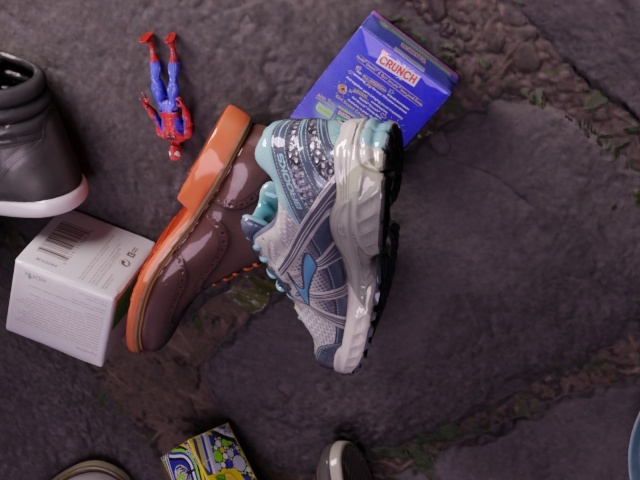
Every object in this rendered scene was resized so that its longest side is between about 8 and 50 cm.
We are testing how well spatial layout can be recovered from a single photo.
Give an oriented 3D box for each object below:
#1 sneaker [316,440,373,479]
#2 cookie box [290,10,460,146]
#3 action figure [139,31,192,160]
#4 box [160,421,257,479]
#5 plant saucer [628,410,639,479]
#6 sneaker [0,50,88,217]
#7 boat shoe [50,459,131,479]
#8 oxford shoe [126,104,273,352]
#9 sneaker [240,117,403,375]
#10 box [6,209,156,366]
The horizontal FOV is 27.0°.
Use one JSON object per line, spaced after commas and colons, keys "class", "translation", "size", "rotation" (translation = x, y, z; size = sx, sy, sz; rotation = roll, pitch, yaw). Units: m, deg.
{"class": "sneaker", "translation": [-0.008, 0.291, 1.329], "size": [0.118, 0.083, 0.222], "rotation": [3, 122, 18]}
{"class": "cookie box", "translation": [0.044, -0.117, 1.085], "size": [0.092, 0.040, 0.107], "rotation": [37, 125, -7]}
{"class": "action figure", "translation": [-0.133, -0.121, 1.152], "size": [0.038, 0.030, 0.115], "rotation": [1, 123, 13]}
{"class": "box", "translation": [-0.087, 0.271, 1.315], "size": [0.054, 0.059, 0.169], "rotation": [-37, 77, 42]}
{"class": "plant saucer", "translation": [0.427, 0.191, 1.143], "size": [0.318, 0.043, 0.317], "rotation": [9, 122, 14]}
{"class": "sneaker", "translation": [-0.359, -0.105, 1.199], "size": [0.296, 0.104, 0.146], "rotation": [2, 119, 11]}
{"class": "boat shoe", "translation": [-0.303, 0.363, 1.442], "size": [0.113, 0.103, 0.302], "rotation": [35, 115, -12]}
{"class": "oxford shoe", "translation": [-0.097, 0.012, 1.183], "size": [0.098, 0.097, 0.271], "rotation": [27, 125, -5]}
{"class": "sneaker", "translation": [0.000, 0.000, 1.111], "size": [0.122, 0.110, 0.283], "rotation": [12, 137, 9]}
{"class": "box", "translation": [-0.221, 0.042, 1.237], "size": [0.102, 0.101, 0.087], "rotation": [22, 125, 5]}
